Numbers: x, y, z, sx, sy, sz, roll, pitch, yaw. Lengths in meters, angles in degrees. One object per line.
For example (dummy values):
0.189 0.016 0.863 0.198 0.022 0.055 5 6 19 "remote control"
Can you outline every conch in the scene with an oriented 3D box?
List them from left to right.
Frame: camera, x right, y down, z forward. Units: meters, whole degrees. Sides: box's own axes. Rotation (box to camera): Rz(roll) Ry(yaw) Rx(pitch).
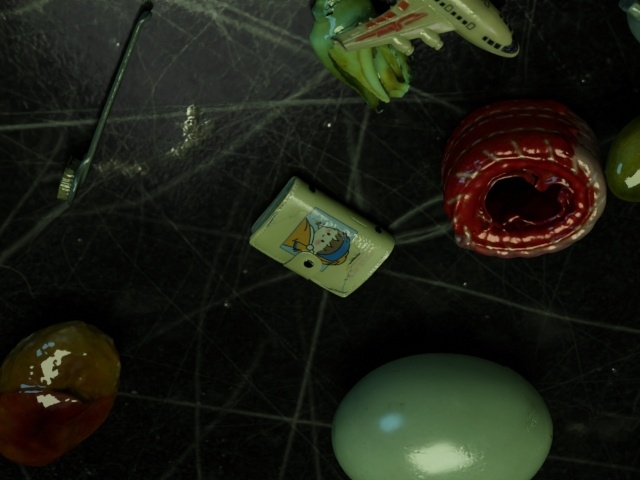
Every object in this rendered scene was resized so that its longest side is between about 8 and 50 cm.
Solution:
0.043 -0.220 1.762 0.095 0.079 0.201 -13 139 38 "conch"

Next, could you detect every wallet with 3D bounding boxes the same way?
0.000 0.000 1.942 0.155 0.039 0.110 31 118 -19 "wallet"

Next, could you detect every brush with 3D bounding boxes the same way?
-0.252 -0.155 1.829 0.027 0.062 0.266 22 117 -8 "brush"

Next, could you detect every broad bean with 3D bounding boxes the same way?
-0.344 0.198 2.032 0.156 0.122 0.228 30 123 -18 "broad bean"

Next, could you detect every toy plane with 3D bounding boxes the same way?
0.118 -0.279 1.695 0.256 0.104 0.242 37 86 -35 "toy plane"

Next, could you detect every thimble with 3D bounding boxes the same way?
0.236 -0.074 1.841 0.190 0.125 0.163 -14 122 10 "thimble"

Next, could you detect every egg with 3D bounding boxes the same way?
0.155 0.244 2.017 0.283 0.203 0.203 -4 125 3 "egg"

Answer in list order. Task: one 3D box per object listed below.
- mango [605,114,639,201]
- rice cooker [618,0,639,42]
0.465 -0.098 1.814 0.289 0.129 0.146 10 103 -17 "mango"
0.483 -0.255 1.636 0.317 0.316 0.264 24 161 -17 "rice cooker"
